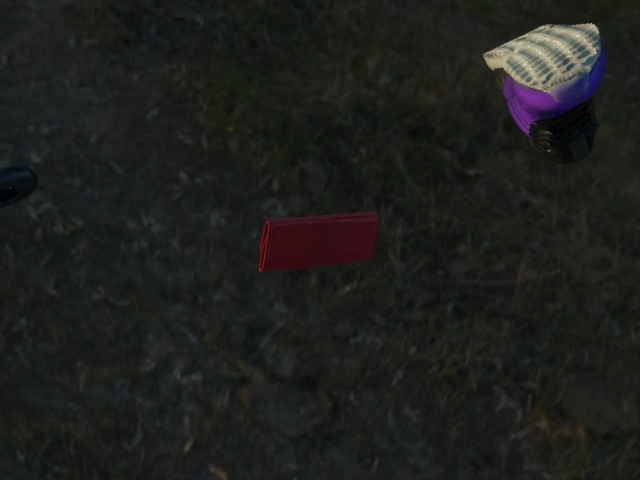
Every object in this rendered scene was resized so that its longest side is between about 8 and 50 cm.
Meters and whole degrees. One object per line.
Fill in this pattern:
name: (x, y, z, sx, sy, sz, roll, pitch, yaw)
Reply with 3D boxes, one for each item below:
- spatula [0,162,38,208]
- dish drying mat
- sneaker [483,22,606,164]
spatula: (-0.298, -0.002, 0.682, 0.296, 0.084, 0.030, -10, 59, 3)
dish drying mat: (0.000, 0.000, 0.737, 0.083, 0.032, 0.008, -6, 25, -37)
sneaker: (0.263, -0.150, 1.353, 0.102, 0.293, 0.146, -23, 102, 5)
